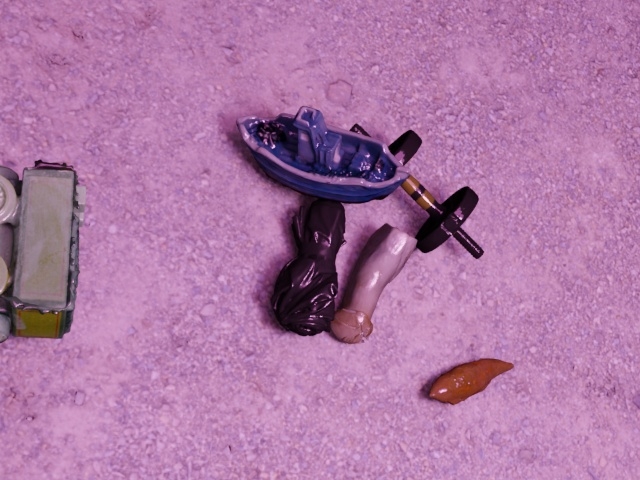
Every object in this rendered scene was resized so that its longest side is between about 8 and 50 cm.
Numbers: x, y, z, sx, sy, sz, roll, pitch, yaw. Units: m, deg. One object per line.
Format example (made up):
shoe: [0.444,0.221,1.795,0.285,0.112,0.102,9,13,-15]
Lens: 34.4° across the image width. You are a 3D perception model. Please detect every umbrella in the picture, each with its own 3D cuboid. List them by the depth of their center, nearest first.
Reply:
umbrella: [0.000,0.000,1.734,0.118,0.118,0.340,23,63,-18]

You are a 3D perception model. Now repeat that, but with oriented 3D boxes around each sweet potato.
sweet potato: [0.261,0.244,1.812,0.206,0.060,0.068,-18,119,-31]

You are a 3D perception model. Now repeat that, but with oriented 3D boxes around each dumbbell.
dumbbell: [0.171,-0.085,1.821,0.325,0.143,0.143,44,60,-7]

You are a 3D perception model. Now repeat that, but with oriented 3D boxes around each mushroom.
mushroom: [0.086,0.073,1.760,0.081,0.092,0.223,44,69,-33]

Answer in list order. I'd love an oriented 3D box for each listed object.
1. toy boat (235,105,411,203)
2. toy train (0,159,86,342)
toy boat: [0.002,-0.149,1.703,0.309,0.142,0.129,19,55,13]
toy train: [-0.434,0.019,1.470,0.188,0.159,0.272,3,65,-15]
